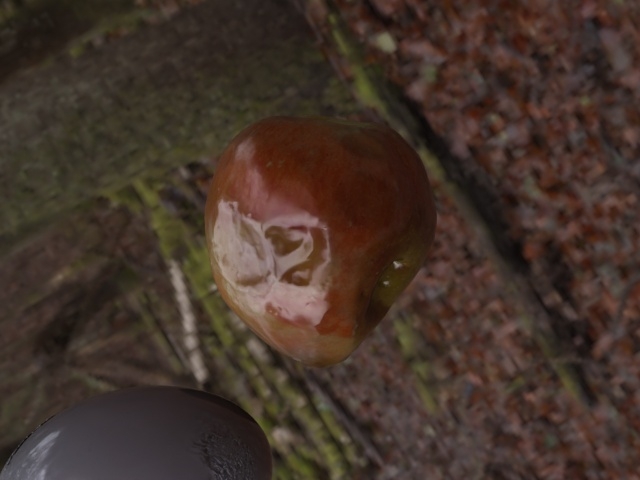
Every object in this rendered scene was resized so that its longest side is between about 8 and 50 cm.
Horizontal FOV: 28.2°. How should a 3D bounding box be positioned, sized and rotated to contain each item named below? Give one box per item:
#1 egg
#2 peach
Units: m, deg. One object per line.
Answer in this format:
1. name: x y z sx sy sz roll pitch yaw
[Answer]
1. egg: -0.129 0.175 0.878 0.146 0.199 0.146 162 90 -81
2. peach: 0.000 0.000 1.169 0.214 0.214 0.235 -137 50 -62
